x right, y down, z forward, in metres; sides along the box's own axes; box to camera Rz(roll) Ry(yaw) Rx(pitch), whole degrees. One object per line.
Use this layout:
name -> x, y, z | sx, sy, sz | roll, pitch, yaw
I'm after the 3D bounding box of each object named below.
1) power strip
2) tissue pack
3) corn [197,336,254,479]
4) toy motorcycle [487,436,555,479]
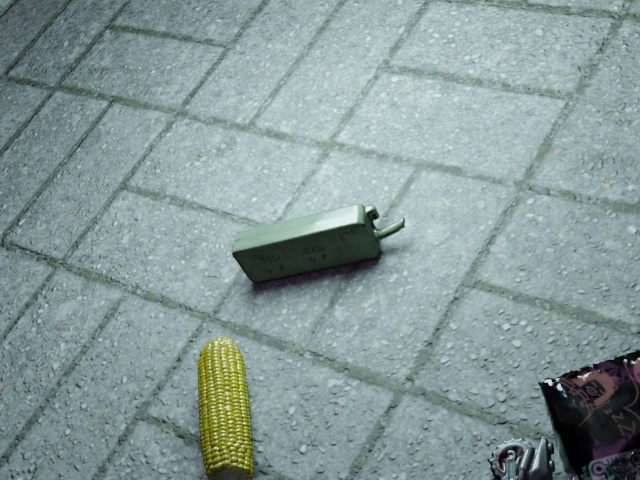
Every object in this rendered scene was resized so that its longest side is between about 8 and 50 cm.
power strip -> 0.000, 0.000, 1.780 | 0.288, 0.093, 0.053 | -13, 45, 19
tissue pack -> 0.457, 0.237, 1.308 | 0.333, 0.123, 0.245 | -19, 51, 7
corn -> -0.146, 0.258, 1.644 | 0.081, 0.081, 0.248 | -20, 47, 11
toy motorcycle -> 0.271, 0.340, 1.356 | 0.123, 0.080, 0.215 | -12, 48, 21
